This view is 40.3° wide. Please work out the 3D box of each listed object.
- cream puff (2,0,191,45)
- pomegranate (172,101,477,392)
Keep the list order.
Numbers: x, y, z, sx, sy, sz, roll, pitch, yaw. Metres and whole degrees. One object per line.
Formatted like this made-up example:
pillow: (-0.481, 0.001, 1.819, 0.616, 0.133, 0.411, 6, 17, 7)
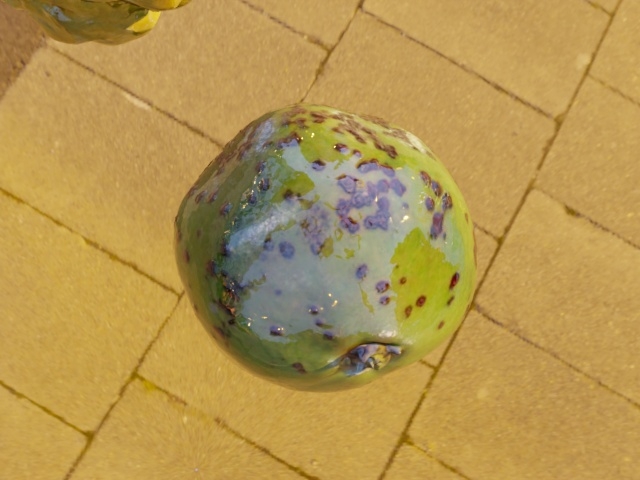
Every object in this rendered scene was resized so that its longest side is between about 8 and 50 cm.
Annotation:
cream puff: (-0.116, -0.176, 0.453, 0.156, 0.156, 0.121, 1, 78, -8)
pomegranate: (0.000, 0.000, 0.723, 0.254, 0.254, 0.270, -19, 43, -12)
